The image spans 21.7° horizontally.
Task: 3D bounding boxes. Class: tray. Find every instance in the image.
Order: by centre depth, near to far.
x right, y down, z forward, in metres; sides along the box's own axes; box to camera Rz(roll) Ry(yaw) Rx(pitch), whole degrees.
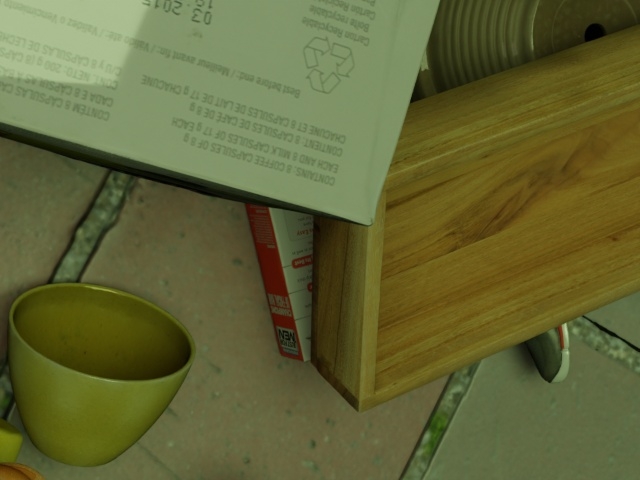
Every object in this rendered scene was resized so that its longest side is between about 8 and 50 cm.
[{"bbox_3d":[0.181,-0.039,1.240,0.410,0.076,0.203,-20,132,-26],"label":"tray"}]

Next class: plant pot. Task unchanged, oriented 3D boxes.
[{"bbox_3d":[-0.165,0.104,1.194,0.134,0.134,0.095,6,116,-23],"label":"plant pot"},{"bbox_3d":[0.190,-0.160,1.326,0.237,0.109,0.237,-1,92,-22],"label":"plant pot"}]

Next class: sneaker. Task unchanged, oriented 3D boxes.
[{"bbox_3d":[0.156,0.046,1.358,0.064,0.061,0.158,-18,92,-7],"label":"sneaker"}]

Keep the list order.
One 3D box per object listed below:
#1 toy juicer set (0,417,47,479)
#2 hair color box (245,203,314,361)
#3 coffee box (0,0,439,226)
[{"bbox_3d":[-0.320,0.131,1.052,0.329,0.209,0.089,28,91,-31],"label":"toy juicer set"},{"bbox_3d":[0.000,0.000,1.286,0.093,0.053,0.167,-16,98,-22],"label":"hair color box"},{"bbox_3d":[-0.130,-0.220,1.067,0.337,0.334,0.338,16,89,-24],"label":"coffee box"}]
